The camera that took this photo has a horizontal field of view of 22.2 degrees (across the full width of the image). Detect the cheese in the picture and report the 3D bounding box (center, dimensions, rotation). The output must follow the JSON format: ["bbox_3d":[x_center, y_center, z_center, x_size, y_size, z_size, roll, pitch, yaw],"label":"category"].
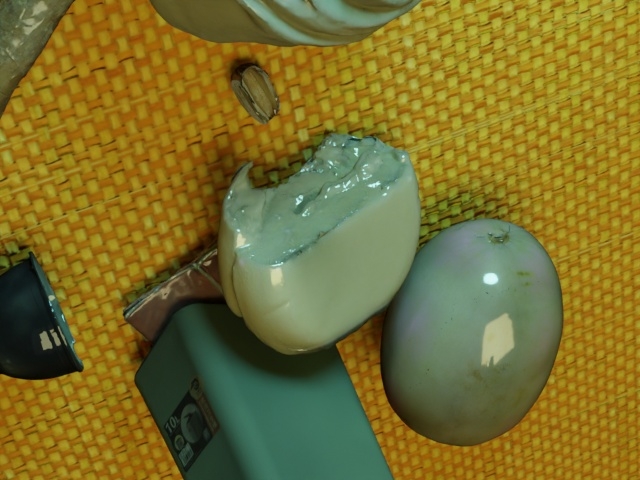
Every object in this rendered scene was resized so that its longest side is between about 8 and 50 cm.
[{"bbox_3d":[0.000,0.000,1.876,0.266,0.127,0.233,-34,133,-32],"label":"cheese"}]

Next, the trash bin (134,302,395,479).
[{"bbox_3d":[-0.049,0.249,1.936,0.223,0.343,0.158,4,133,-37],"label":"trash bin"}]

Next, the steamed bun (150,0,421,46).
[{"bbox_3d":[-0.005,-0.327,1.503,0.367,0.255,0.342,-51,137,3],"label":"steamed bun"}]

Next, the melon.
[{"bbox_3d":[0.188,0.120,2.044,0.223,0.223,0.317,-6,132,-21],"label":"melon"}]

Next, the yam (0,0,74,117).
[{"bbox_3d":[-0.283,-0.236,1.617,0.081,0.081,0.356,19,120,-36],"label":"yam"}]

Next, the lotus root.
[{"bbox_3d":[-0.075,-0.168,1.804,0.037,0.030,0.083,-53,142,-19],"label":"lotus root"}]

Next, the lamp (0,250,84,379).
[{"bbox_3d":[-0.396,0.128,1.819,0.227,0.172,0.147,-24,136,-6],"label":"lamp"}]

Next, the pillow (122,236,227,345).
[{"bbox_3d":[-0.124,0.053,1.967,0.232,0.043,0.126,-36,137,8],"label":"pillow"}]
